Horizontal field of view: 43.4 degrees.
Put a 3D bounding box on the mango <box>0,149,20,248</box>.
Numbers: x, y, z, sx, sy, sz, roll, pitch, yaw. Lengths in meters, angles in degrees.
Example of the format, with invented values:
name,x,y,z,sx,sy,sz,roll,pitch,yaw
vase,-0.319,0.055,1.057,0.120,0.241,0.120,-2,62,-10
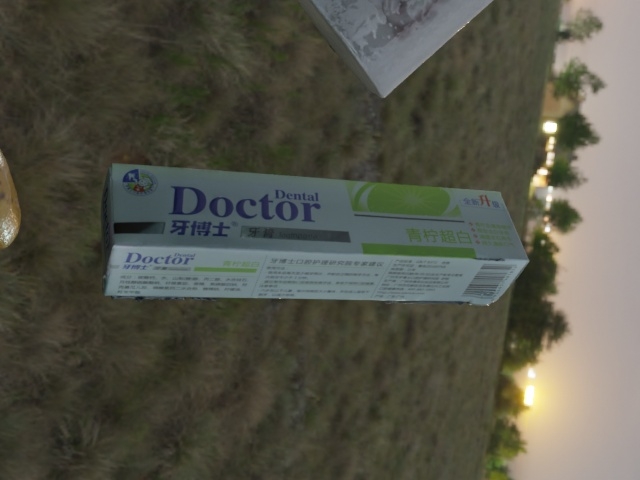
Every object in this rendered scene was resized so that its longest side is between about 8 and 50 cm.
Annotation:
name,x,y,z,sx,sy,sz,roll,pitch,yaw
mango,-0.465,-0.064,1.081,0.109,0.147,0.227,-41,169,-26

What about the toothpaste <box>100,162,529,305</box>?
name,x,y,z,sx,sy,sz,roll,pitch,yaw
toothpaste,0.000,0.000,0.642,0.067,0.337,0.081,116,-30,-46

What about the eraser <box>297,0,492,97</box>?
name,x,y,z,sx,sy,sz,roll,pitch,yaw
eraser,0.112,-0.306,0.862,0.174,0.270,0.095,48,0,-30
